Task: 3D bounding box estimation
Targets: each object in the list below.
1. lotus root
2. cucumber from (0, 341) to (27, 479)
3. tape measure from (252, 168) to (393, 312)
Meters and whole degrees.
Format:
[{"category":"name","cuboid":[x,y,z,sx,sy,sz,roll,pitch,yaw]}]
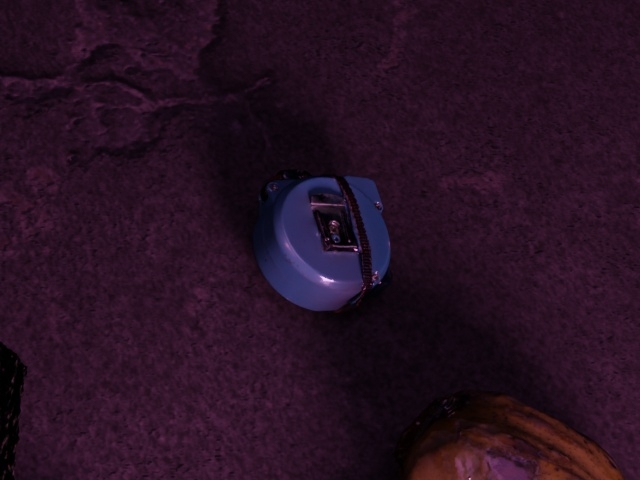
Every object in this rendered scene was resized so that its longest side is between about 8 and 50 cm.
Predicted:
[{"category":"lotus root","cuboid":[0.193,0.233,1.537,0.278,0.154,0.154,25,58,6]},{"category":"cucumber","cuboid":[-0.290,0.223,1.486,0.072,0.072,0.300,4,60,-10]},{"category":"tape measure","cuboid":[0.000,0.000,1.670,0.125,0.081,0.146,1,62,-31]}]
